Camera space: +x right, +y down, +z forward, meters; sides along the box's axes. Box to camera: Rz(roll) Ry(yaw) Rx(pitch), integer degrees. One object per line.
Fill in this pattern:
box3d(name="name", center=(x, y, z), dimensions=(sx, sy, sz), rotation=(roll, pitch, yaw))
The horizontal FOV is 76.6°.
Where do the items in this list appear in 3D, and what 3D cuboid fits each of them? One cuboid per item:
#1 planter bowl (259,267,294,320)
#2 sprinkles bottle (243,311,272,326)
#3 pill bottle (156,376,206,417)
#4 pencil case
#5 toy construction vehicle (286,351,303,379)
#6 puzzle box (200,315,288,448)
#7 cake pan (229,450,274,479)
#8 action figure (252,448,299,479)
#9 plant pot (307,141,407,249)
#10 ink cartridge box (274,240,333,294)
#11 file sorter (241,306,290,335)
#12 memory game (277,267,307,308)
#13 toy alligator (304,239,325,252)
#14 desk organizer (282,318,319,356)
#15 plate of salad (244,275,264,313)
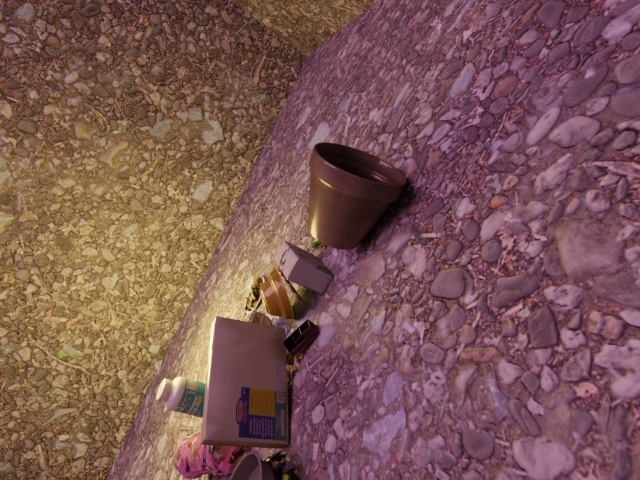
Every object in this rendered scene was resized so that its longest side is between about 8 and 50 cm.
box3d(name="planter bowl", center=(-0.180, 0.223, 1.571), dimensions=(0.217, 0.090, 0.218), rotation=(161, 90, -77))
box3d(name="sprinkles bottle", center=(-0.350, 0.443, 1.799), dimensions=(0.355, 0.121, 0.121), rotation=(-43, 32, 36))
box3d(name="pill bottle", center=(-0.602, 0.713, 1.851), dimensions=(0.146, 0.263, 0.146), rotation=(-44, 31, 36))
box3d(name="pencil case", center=(-0.420, 0.808, 1.542), dimensions=(0.386, 0.167, 0.160), rotation=(-38, 68, 43))
box3d(name="toy construction vehicle", center=(-0.103, 0.428, 1.438), dimensions=(0.098, 0.035, 0.086), rotation=(-61, 25, 4))
box3d(name="puzzle box", center=(-0.242, 0.462, 1.346), dimensions=(0.052, 0.271, 0.409), rotation=(-51, 32, 40))
box3d(name="cake pan", center=(-0.206, 0.735, 1.098), dimensions=(0.293, 0.054, 0.293), rotation=(-53, 21, 31))
box3d(name="action figure", center=(-0.129, 0.726, 1.138), dimensions=(0.186, 0.099, 0.285), rotation=(-63, 20, 17))
box3d(name="plant pot", center=(0.087, -0.133, 1.353), dimensions=(0.323, 0.322, 0.281), rotation=(-110, 36, -58))
box3d(name="ink cartridge box", center=(-0.068, 0.100, 1.543), dimensions=(0.093, 0.160, 0.219), rotation=(-60, 24, 5))
box3d(name="file sorter", center=(-0.223, 0.343, 1.593), dimensions=(0.118, 0.170, 0.105), rotation=(-6, 58, 61))
box3d(name="memory game", center=(-0.107, 0.180, 1.528), dimensions=(0.012, 0.186, 0.186), rotation=(-36, 25, -5))
box3d(name="toy alligator", center=(0.000, 0.000, 1.643), dimensions=(0.051, 0.056, 0.189), rotation=(-27, -11, -48))
box3d(name="desk organizer", center=(-0.069, 0.338, 1.407), dimensions=(0.130, 0.050, 0.047), rotation=(-44, 28, 9))
box3d(name="plate of salad", center=(-0.338, 0.269, 2.030), dimensions=(0.200, 0.048, 0.200), rotation=(-43, 32, 35))
